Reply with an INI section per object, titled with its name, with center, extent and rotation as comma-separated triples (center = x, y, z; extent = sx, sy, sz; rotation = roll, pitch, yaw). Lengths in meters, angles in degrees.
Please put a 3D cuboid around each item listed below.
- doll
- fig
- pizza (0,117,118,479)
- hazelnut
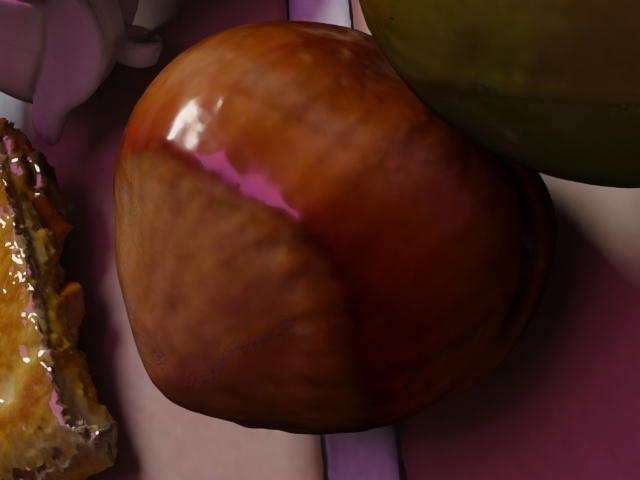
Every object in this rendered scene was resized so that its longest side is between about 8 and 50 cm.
[doll]
center = -0.269, -0.150, 0.845
extent = 0.188, 0.384, 0.099
rotation = -76, 4, -52
[fig]
center = 0.125, -0.111, 0.567
extent = 0.230, 0.207, 0.207
rotation = 28, 87, 9
[pizza]
center = -0.187, 0.033, 0.846
extent = 0.292, 0.058, 0.197
rotation = 15, 87, 41
[hazelnut]
center = 0.000, 0.000, 0.658
extent = 0.182, 0.182, 0.182
rotation = -16, 60, 31
